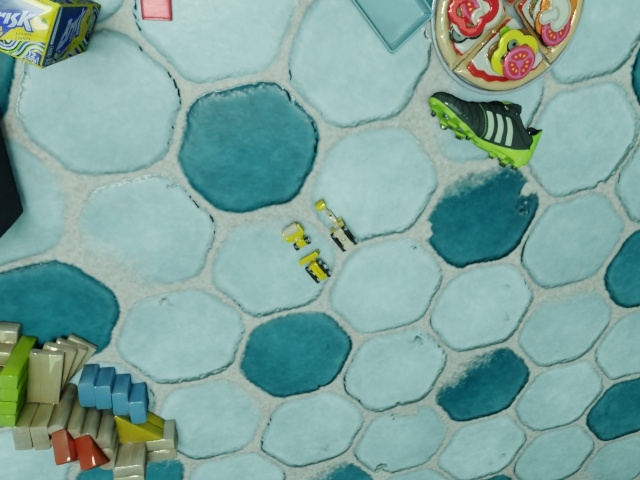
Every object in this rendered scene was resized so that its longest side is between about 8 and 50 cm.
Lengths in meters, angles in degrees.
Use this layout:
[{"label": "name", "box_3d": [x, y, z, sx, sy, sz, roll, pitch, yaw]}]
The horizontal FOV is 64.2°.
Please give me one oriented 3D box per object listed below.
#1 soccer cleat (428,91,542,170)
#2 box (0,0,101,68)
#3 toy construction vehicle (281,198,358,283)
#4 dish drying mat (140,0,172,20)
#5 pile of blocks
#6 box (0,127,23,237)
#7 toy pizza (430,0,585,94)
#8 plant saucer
[{"label": "soccer cleat", "box_3d": [0.213, -0.155, 0.655, 0.179, 0.060, 0.072, 23, 99, -29]}, {"label": "box", "box_3d": [-0.250, -0.201, 0.460, 0.059, 0.169, 0.054, 20, 109, -20]}, {"label": "toy construction vehicle", "box_3d": [0.000, 0.000, 0.696, 0.086, 0.035, 0.098, -33, 116, 17]}, {"label": "dish drying mat", "box_3d": [-0.174, -0.275, 0.533, 0.032, 0.008, 0.083, -2, 117, -11]}, {"label": "pile of blocks", "box_3d": [-0.339, 0.229, 0.684, 0.362, 0.112, 0.149, 34, 105, -25]}, {"label": "box", "box_3d": [-0.476, -0.116, 0.444, 0.297, 0.182, 0.293, -3, 115, -9]}, {"label": "toy pizza", "box_3d": [0.230, -0.275, 0.609, 0.202, 0.032, 0.201, -5, 116, -10]}, {"label": "plant saucer", "box_3d": [0.046, -0.304, 0.563, 0.067, 0.018, 0.192, -42, 118, 9]}]
